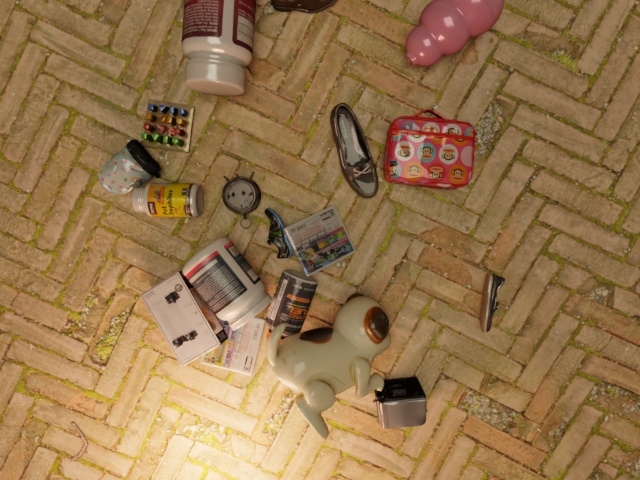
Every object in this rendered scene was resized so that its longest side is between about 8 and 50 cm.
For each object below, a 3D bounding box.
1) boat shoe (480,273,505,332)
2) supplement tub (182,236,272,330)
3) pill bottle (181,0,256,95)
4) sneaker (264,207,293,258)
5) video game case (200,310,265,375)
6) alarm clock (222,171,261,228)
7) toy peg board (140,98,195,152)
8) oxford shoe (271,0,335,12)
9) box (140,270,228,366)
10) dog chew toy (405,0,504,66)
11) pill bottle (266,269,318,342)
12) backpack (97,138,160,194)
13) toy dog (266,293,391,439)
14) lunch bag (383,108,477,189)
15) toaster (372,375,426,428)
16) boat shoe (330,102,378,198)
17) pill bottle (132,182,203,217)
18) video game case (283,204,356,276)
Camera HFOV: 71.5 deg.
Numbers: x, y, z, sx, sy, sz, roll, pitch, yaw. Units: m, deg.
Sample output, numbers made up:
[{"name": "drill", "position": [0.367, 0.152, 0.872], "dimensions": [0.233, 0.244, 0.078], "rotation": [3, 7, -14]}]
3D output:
[{"name": "boat shoe", "position": [0.600, 0.221, 1.545], "dimensions": [0.064, 0.075, 0.206], "rotation": [7, 90, 3]}, {"name": "supplement tub", "position": [-0.309, 0.143, 1.490], "dimensions": [0.191, 0.191, 0.272], "rotation": [-38, 93, 3]}, {"name": "pill bottle", "position": [-0.321, -0.680, 1.411], "dimensions": [0.224, 0.224, 0.392], "rotation": [5, 94, 0]}, {"name": "sneaker", "position": [-0.154, -0.023, 1.538], "dimensions": [0.078, 0.067, 0.188], "rotation": [-21, 97, -4]}, {"name": "video game case", "position": [-0.313, 0.359, 1.592], "dimensions": [0.193, 0.023, 0.213], "rotation": [14, 95, -1]}, {"name": "alarm clock", "position": [-0.269, -0.136, 1.536], "dimensions": [0.129, 0.064, 0.192], "rotation": [-9, 97, 1]}, {"name": "toy peg board", "position": [-0.525, -0.393, 1.508], "dimensions": [0.161, 0.079, 0.161], "rotation": [9, 95, 0]}, {"name": "oxford shoe", "position": [-0.051, -0.805, 1.462], "dimensions": [0.227, 0.096, 0.083], "rotation": [-7, 93, 0]}, {"name": "box", "position": [-0.469, 0.265, 1.539], "dimensions": [0.169, 0.087, 0.290], "rotation": [-31, 89, 7]}, {"name": "dog chew toy", "position": [0.412, -0.696, 1.421], "dimensions": [0.332, 0.206, 0.207], "rotation": [-42, 93, 12]}, {"name": "pill bottle", "position": [-0.107, 0.235, 1.527], "dimensions": [0.130, 0.130, 0.246], "rotation": [19, 95, -1]}, {"name": "backpack", "position": [-0.657, -0.237, 1.504], "dimensions": [0.182, 0.115, 0.152], "rotation": [-37, 96, 6]}, {"name": "toy dog", "position": [0.052, 0.352, 1.472], "dimensions": [0.408, 0.284, 0.395], "rotation": [-37, 102, -8]}, {"name": "lunch bag", "position": [0.364, -0.308, 1.490], "dimensions": [0.293, 0.120, 0.258], "rotation": [5, 91, -1]}, {"name": "toaster", "position": [0.266, 0.552, 1.527], "dimensions": [0.185, 0.168, 0.110], "rotation": [-6, 95, 1]}, {"name": "boat shoe", "position": [0.111, -0.299, 1.498], "dimensions": [0.112, 0.095, 0.335], "rotation": [-20, 94, 2]}, {"name": "pill bottle", "position": [-0.516, -0.137, 1.508], "dimensions": [0.214, 0.117, 0.117], "rotation": [1, 95, 1]}, {"name": "video game case", "position": [0.000, 0.000, 1.531], "dimensions": [0.201, 0.023, 0.183], "rotation": [-26, 94, -17]}]
